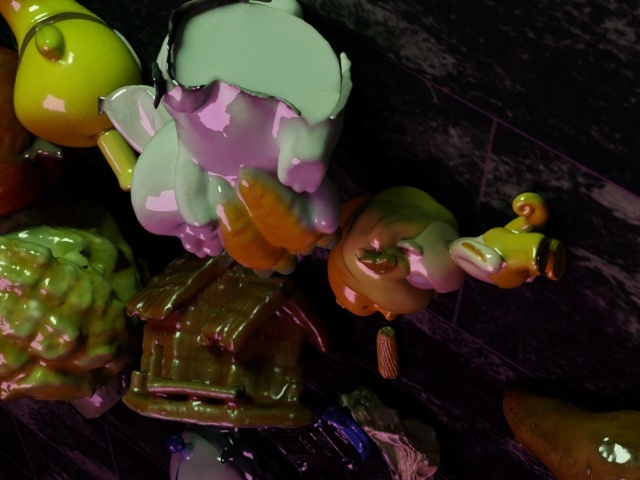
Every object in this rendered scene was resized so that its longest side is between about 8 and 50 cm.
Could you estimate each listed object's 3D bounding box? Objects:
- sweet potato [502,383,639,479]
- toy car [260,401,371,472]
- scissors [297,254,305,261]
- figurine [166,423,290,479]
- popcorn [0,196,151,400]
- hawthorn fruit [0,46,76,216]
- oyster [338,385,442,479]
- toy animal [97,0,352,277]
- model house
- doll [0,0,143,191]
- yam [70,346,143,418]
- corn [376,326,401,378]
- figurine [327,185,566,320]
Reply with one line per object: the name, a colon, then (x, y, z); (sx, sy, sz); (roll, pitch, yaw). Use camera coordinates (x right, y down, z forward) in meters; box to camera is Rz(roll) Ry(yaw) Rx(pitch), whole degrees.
sweet potato: (0.306, 0.221, 1.204); (0.359, 0.112, 0.112); (25, 146, 36)
toy car: (-0.002, 0.259, 1.682); (0.103, 0.063, 0.216); (50, 148, -13)
scissors: (0.000, 0.000, 1.392); (0.189, 0.015, 0.100); (16, 139, 38)
figurine: (-0.102, 0.402, 1.879); (0.261, 0.186, 0.382); (7, 130, 40)
popcorn: (-0.359, 0.073, 1.627); (0.279, 0.335, 0.274); (-1, 84, 61)
hawthorn fruit: (-0.402, -0.134, 1.524); (0.249, 0.215, 0.215); (18, 142, 40)
oyster: (0.104, 0.254, 1.545); (0.191, 0.081, 0.163); (59, 175, -22)
toy animal: (-0.092, -0.094, 1.177); (0.310, 0.182, 0.247); (121, 137, -61)
model house: (-0.116, 0.106, 1.505); (0.199, 0.219, 0.229); (168, 104, -66)
doll: (-0.291, -0.211, 1.357); (0.363, 0.145, 0.199); (59, 174, -4)
yam: (-0.381, 0.126, 1.889); (0.161, 0.161, 0.268); (-2, 126, 53)
corn: (0.080, 0.133, 1.453); (0.027, 0.028, 0.083); (31, 145, 32)
figurine: (0.107, 0.011, 1.179); (0.246, 0.131, 0.156); (-1, 171, 33)
